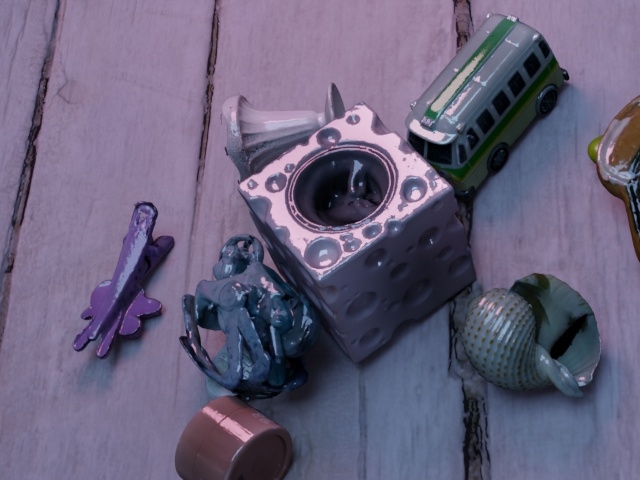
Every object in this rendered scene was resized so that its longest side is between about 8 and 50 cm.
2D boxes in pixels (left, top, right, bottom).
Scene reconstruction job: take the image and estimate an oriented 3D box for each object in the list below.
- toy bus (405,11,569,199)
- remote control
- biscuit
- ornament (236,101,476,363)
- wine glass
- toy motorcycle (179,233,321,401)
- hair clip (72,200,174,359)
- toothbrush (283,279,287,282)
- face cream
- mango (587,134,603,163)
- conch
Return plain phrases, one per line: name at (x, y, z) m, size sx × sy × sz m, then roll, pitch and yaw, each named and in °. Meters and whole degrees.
toy bus at (0.254, -0.221, 2.071) m, size 0.134 × 0.164 × 0.276 m, roll 32°, pitch 76°, yaw 37°
remote control at (-0.085, 0.157, 2.068) m, size 0.097 × 0.045 × 0.256 m, roll 37°, pitch 77°, yaw 30°
biscuit at (0.549, -0.072, 1.869) m, size 0.344 × 0.057 × 0.287 m, roll 37°, pitch 78°, yaw 25°
ornament at (0.058, -0.012, 1.966) m, size 0.239 × 0.239 × 0.240 m, roll -34°, pitch 52°, yaw -10°
wine glass at (-0.056, -0.186, 2.203) m, size 0.196 × 0.165 × 0.165 m, roll -14°, pitch 56°, yaw 9°
toy motorcycle at (-0.116, 0.125, 1.993) m, size 0.206 × 0.154 × 0.260 m, roll -51°, pitch 51°, yaw 10°
hair clip at (-0.323, 0.076, 2.210) m, size 0.137 × 0.090 × 0.278 m, roll 16°, pitch 75°, yaw 18°
toothbrush at (0.001, 0.001, 2.139) m, size 0.304 × 0.030 × 0.030 m, roll -46°, pitch 53°, yaw -10°
face cream at (-0.128, 0.317, 1.922) m, size 0.104 × 0.149 × 0.149 m, roll 28°, pitch 75°, yaw 34°
mango at (0.460, -0.131, 1.988) m, size 0.108 × 0.056 × 0.073 m, roll 19°, pitch 66°, yaw 32°
conch at (0.293, 0.146, 1.850) m, size 0.172 × 0.131 × 0.200 m, roll -40°, pitch 90°, yaw -30°
